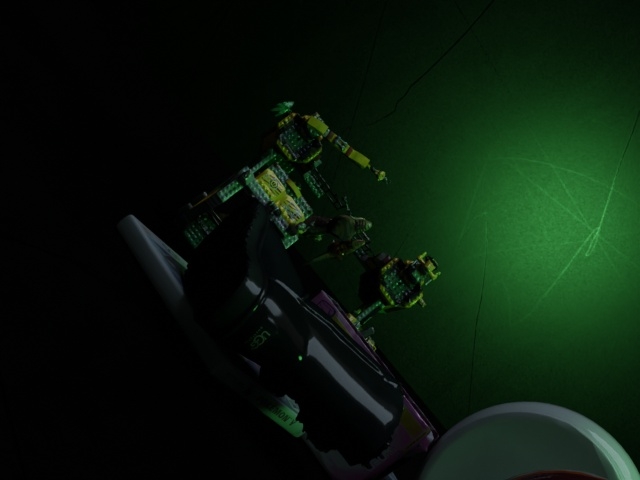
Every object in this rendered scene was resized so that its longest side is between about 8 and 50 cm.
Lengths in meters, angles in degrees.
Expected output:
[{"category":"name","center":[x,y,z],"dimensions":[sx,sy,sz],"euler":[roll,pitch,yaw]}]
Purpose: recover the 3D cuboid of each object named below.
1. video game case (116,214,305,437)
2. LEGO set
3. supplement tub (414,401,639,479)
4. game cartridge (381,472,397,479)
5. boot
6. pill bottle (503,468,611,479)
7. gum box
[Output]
[{"category":"video game case","center":[-0.100,0.082,1.243],"dimensions":[0.201,0.023,0.183],"euler":[53,3,35]},{"category":"LEGO set","center":[0.000,0.000,1.524],"dimensions":[0.331,0.255,0.192],"euler":[62,-25,-3]},{"category":"supplement tub","center":[0.221,0.295,1.363],"dimensions":[0.241,0.241,0.331],"euler":[52,2,19]},{"category":"game cartridge","center":[0.068,0.271,1.600],"dimensions":[0.056,0.017,0.083],"euler":[53,1,-33]},{"category":"boot","center":[-0.022,0.083,1.193],"dimensions":[0.207,0.094,0.246],"euler":[46,10,-18]},{"category":"pill bottle","center":[0.183,0.290,0.938],"dimensions":[0.224,0.224,0.392],"euler":[51,2,7]},{"category":"gum box","center":[0.022,0.159,1.324],"dimensions":[0.188,0.107,0.062],"euler":[52,3,20]}]
